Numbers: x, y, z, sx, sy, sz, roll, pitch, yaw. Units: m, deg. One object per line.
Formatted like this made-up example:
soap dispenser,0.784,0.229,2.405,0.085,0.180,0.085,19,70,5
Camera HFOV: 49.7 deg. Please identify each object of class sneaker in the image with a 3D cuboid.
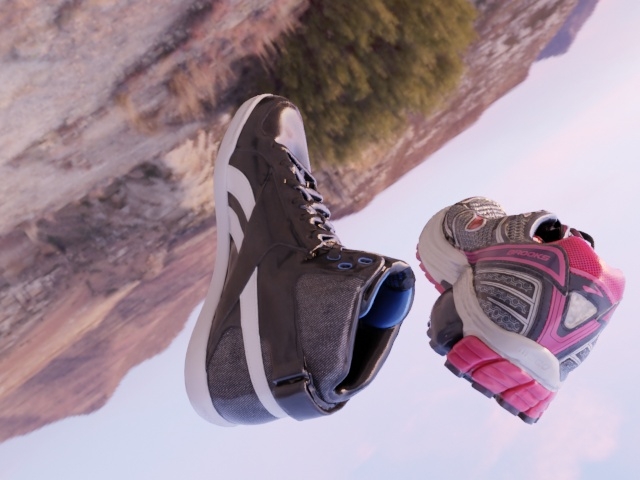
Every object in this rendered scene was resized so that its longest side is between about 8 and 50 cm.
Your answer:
sneaker,0.155,0.022,0.536,0.112,0.121,0.299,-53,-172,17
sneaker,0.000,0.000,0.406,0.121,0.079,0.217,-10,-118,30
